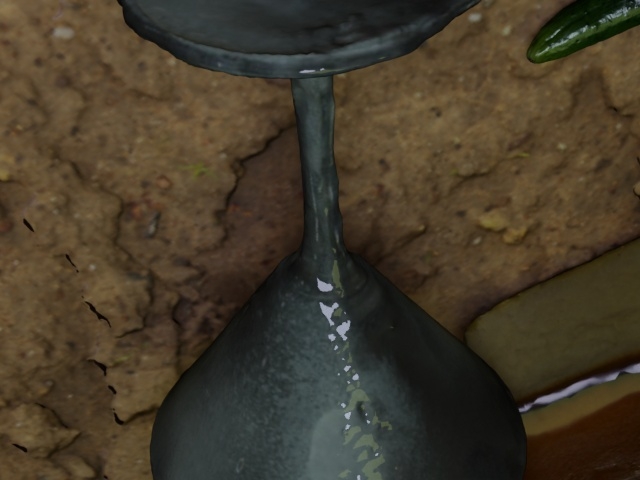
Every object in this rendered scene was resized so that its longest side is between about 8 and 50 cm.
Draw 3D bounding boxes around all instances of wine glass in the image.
[{"bbox_3d":[0.000,0.000,0.957,0.267,0.267,0.406,-13,133,-8],"label":"wine glass"}]

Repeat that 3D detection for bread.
[{"bbox_3d":[0.304,0.132,1.273,0.324,0.143,0.333,-26,137,7],"label":"bread"}]

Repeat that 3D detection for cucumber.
[{"bbox_3d":[0.211,-0.160,1.020,0.168,0.039,0.039,-23,137,5],"label":"cucumber"}]
